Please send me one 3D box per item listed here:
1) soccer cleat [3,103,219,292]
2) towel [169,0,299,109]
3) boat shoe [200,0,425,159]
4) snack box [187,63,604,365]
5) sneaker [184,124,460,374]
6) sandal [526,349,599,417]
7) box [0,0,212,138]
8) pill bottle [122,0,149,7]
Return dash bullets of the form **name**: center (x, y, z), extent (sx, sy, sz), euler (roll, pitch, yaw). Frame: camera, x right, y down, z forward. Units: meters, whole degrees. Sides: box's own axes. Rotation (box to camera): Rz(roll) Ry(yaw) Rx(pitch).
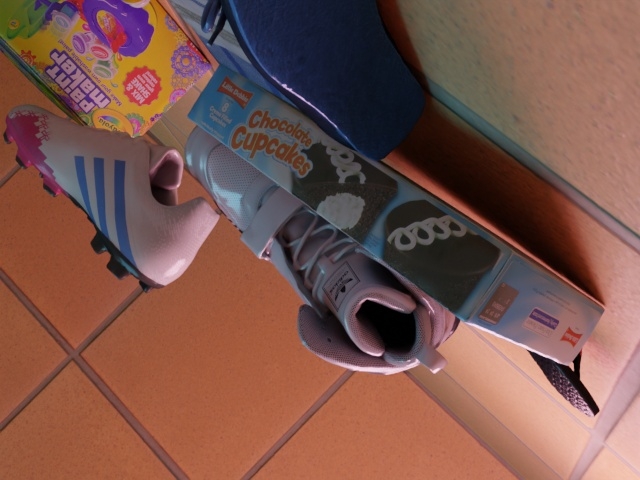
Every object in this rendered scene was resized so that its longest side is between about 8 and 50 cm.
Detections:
- **soccer cleat**: center (-0.244, -0.081, 1.080), extent (0.331, 0.143, 0.116), euler (44, -179, 27)
- **towel**: center (-0.097, -0.221, 0.803), extent (0.209, 0.034, 0.285), euler (36, 172, 40)
- **boat shoe**: center (-0.019, -0.131, 0.559), extent (0.089, 0.109, 0.258), euler (42, 171, 33)
- **snack box**: center (0.054, -0.025, 0.729), extent (0.322, 0.060, 0.187), euler (38, -172, 37)
- **sneaker**: center (0.000, 0.000, 0.940), extent (0.366, 0.137, 0.210), euler (40, -168, -2)
- **sandal**: center (0.206, 0.081, 0.845), extent (0.179, 0.040, 0.067), euler (57, 174, 24)
- **box**: center (-0.339, -0.294, 1.209), extent (0.290, 0.177, 0.279), euler (49, 172, -32)
- **pill bottle**: center (-0.213, -0.293, 1.023), extent (0.043, 0.043, 0.083), euler (43, 174, 9)
